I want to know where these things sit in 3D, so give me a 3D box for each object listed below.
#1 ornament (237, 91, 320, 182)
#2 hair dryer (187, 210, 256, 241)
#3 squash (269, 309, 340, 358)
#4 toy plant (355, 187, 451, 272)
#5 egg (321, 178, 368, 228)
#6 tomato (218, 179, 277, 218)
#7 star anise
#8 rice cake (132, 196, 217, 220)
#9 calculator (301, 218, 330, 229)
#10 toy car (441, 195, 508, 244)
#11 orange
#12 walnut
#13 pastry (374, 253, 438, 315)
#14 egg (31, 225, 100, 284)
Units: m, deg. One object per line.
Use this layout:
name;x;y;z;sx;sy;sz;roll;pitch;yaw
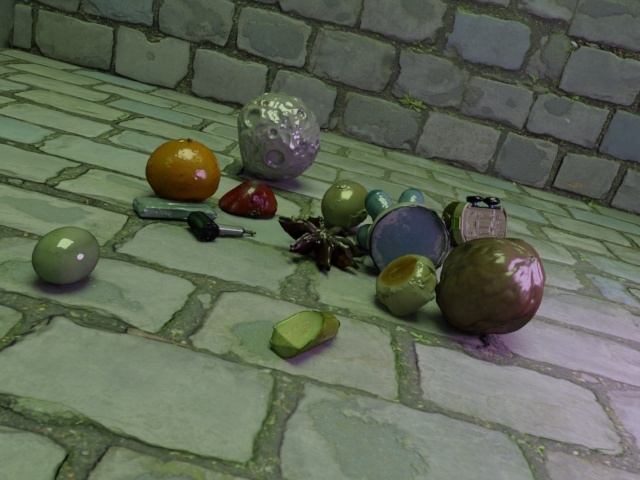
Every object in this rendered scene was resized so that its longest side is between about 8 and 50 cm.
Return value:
ornament;-0.152;-0.390;2.199;0.337;0.336;0.337;13;20;-5
hair dryer;-0.266;-0.032;1.622;0.198;0.057;0.100;10;19;-39
squash;-0.012;0.178;1.198;0.090;0.075;0.200;-3;6;36
toy plant;0.225;-0.040;1.734;0.247;0.247;0.332;11;18;-11
egg;0.081;-0.115;1.914;0.164;0.164;0.201;21;27;17
tomato;-0.225;-0.145;1.855;0.190;0.099;0.173;6;24;-20
star anise;-0.001;-0.001;1.649;0.288;0.088;0.288;26;25;-13
rice cake;-0.412;-0.087;1.657;0.226;0.040;0.085;3;24;-30
calculator;-0.003;-0.034;1.836;0.172;0.018;0.057;17;22;5
toy car;0.522;-0.055;2.078;0.248;0.204;0.198;2;1;-34
orange;-0.406;-0.203;1.733;0.220;0.192;0.219;12;-9;2
walnut;0.415;0.108;1.416;0.273;0.273;0.226;5;60;-26
pastry;0.213;0.108;1.448;0.088;0.166;0.166;51;8;-23
egg;-0.511;0.029;1.179;0.114;0.114;0.152;18;25;6
